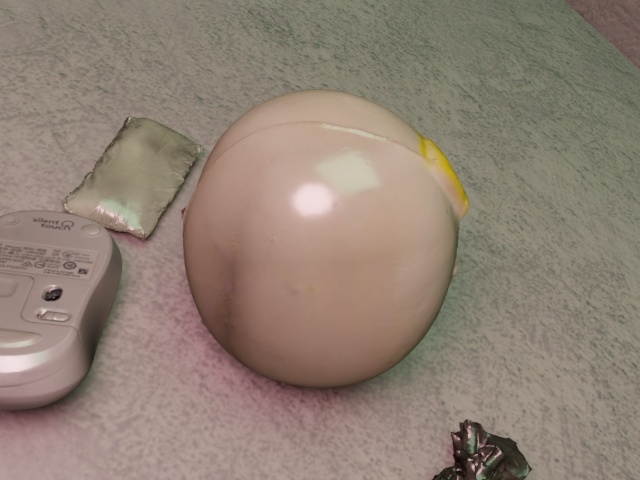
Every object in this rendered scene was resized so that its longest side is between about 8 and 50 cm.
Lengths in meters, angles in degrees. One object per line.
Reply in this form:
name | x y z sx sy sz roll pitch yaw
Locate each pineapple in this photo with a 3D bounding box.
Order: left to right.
pineapple | 0.184 0.322 0.934 0.119 0.111 0.237 51 34 -19

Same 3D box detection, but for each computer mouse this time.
computer mouse | -0.329 0.084 0.883 0.184 0.121 0.297 3 33 -10

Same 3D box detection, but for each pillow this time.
pillow | -0.267 -0.097 1.128 0.128 0.051 0.229 23 46 -1

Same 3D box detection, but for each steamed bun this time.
steamed bun | 0.000 0.005 0.931 0.334 0.374 0.334 5 45 -5
